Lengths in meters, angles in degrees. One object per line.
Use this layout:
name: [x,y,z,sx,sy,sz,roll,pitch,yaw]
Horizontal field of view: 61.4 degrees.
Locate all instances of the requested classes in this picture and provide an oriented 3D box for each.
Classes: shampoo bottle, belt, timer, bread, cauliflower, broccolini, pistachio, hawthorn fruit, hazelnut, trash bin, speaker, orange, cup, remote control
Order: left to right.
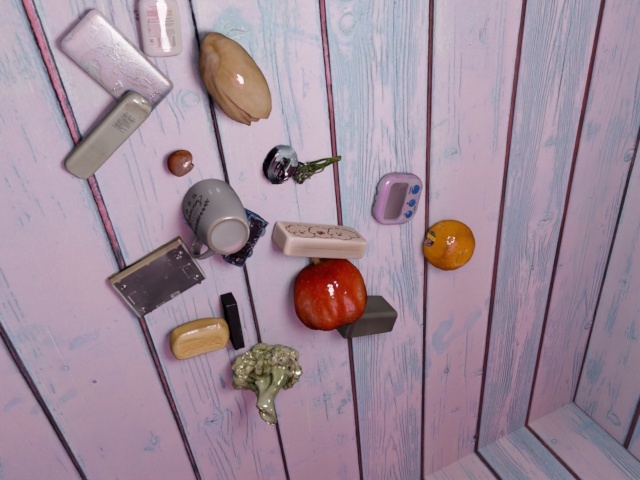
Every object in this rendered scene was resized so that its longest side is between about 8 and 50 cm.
remote control: [-0.598,-0.290,1.521,0.309,0.038,0.090,-42,132,13]
shampoo bottle: [-0.432,-0.607,1.440,0.107,0.051,0.221,-12,122,-21]
hazelnut: [-0.425,-0.236,1.649,0.086,0.086,0.087,-13,123,-21]
bread: [-0.444,0.349,1.973,0.217,0.098,0.148,-9,123,-21]
cup: [-0.339,-0.035,1.718,0.186,0.234,0.258,17,111,-34]
speaker: [-0.326,0.304,2.019,0.044,0.082,0.218,-17,124,-19]
pistachio: [-0.246,-0.463,1.562,0.162,0.182,0.293,-16,131,28]
cauliflower: [-0.218,0.526,2.100,0.260,0.281,0.327,42,113,-7]
belt: [-0.133,-0.253,1.807,0.105,0.058,0.140,19,107,-35]
broccolini: [-0.005,-0.258,1.873,0.201,0.058,0.074,-21,133,-15]
hawthorn fruit: [0.022,0.173,2.037,0.286,0.287,0.331,-23,100,-15]
trash bin: [0.178,0.311,2.243,0.240,0.164,0.122,2,117,-30]
timer: [0.295,-0.163,2.084,0.190,0.069,0.209,-2,120,-27]
orange: [0.532,0.018,2.242,0.219,0.193,0.220,-5,113,-11]

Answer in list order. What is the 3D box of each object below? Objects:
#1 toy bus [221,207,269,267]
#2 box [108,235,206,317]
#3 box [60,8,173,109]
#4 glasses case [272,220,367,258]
toy bus: [-0.268,-0.012,1.847,0.090,0.106,0.185,28,97,-41]
box: [-0.543,0.130,1.823,0.270,0.045,0.211,-30,126,-9]
box: [-0.546,-0.473,1.467,0.142,0.044,0.285,-47,129,-1]
glasses case: [0.000,0.000,1.975,0.336,0.144,0.076,3,116,-31]
